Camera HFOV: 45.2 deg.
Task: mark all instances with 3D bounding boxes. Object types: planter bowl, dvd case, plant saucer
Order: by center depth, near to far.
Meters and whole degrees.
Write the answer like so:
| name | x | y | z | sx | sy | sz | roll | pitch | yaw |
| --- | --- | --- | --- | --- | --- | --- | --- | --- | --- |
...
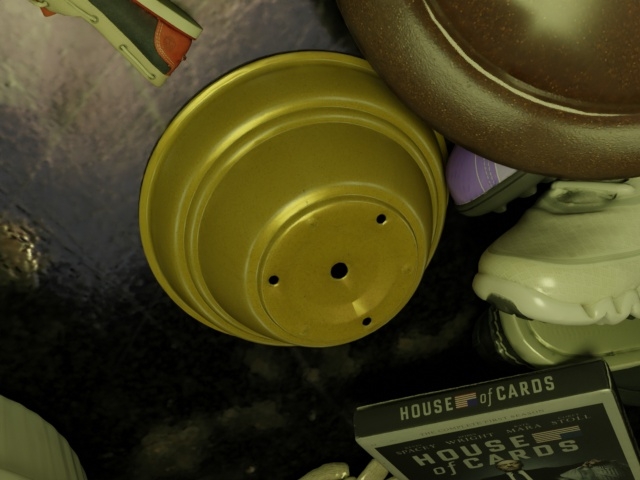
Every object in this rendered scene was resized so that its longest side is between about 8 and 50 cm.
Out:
| name | x | y | z | sx | sy | sz | roll | pitch | yaw |
| --- | --- | --- | --- | --- | --- | --- | --- | --- | --- |
| plant saucer | 0.150 | -0.179 | 0.378 | 0.310 | 0.050 | 0.311 | 1 | 105 | 5 |
| planter bowl | 0.000 | 0.000 | 0.485 | 0.217 | 0.090 | 0.217 | -9 | 122 | -14 |
| dvd case | 0.153 | 0.170 | 0.603 | 0.179 | 0.030 | 0.239 | -17 | 141 | 19 |

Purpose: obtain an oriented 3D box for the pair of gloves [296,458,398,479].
| name | x | y | z | sx | sy | sz | roll | pitch | yaw |
| --- | --- | --- | --- | --- | --- | --- | --- | --- | --- |
| pair of gloves | 0.007 | 0.295 | 0.687 | 0.204 | 0.042 | 0.240 | -33 | 126 | -2 |

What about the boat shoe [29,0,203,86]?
| name | x | y | z | sx | sy | sz | roll | pitch | yaw |
| --- | --- | --- | --- | --- | --- | --- | --- | --- | --- |
| boat shoe | -0.126 | -0.130 | 0.394 | 0.137 | 0.049 | 0.043 | 29 | 108 | -35 |

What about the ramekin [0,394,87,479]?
| name | x | y | z | sx | sy | sz | roll | pitch | yaw |
| --- | --- | --- | --- | --- | --- | --- | --- | --- | --- |
| ramekin | -0.268 | 0.210 | 0.491 | 0.273 | 0.127 | 0.273 | -8 | 122 | -14 |

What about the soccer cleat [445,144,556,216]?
| name | x | y | z | sx | sy | sz | roll | pitch | yaw |
| --- | --- | --- | --- | --- | --- | --- | --- | --- | --- |
| soccer cleat | 0.164 | -0.156 | 0.458 | 0.116 | 0.108 | 0.318 | 36 | 107 | -9 |

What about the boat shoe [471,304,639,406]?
| name | x | y | z | sx | sy | sz | roll | pitch | yaw |
| --- | --- | --- | --- | --- | --- | --- | --- | --- | --- |
| boat shoe | 0.277 | 0.074 | 0.616 | 0.340 | 0.127 | 0.113 | -2 | 158 | -19 |

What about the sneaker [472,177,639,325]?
| name | x | y | z | sx | sy | sz | roll | pitch | yaw |
| --- | --- | --- | --- | --- | --- | --- | --- | --- | --- |
| sneaker | 0.201 | -0.038 | 0.498 | 0.292 | 0.110 | 0.118 | -26 | 119 | -35 |
